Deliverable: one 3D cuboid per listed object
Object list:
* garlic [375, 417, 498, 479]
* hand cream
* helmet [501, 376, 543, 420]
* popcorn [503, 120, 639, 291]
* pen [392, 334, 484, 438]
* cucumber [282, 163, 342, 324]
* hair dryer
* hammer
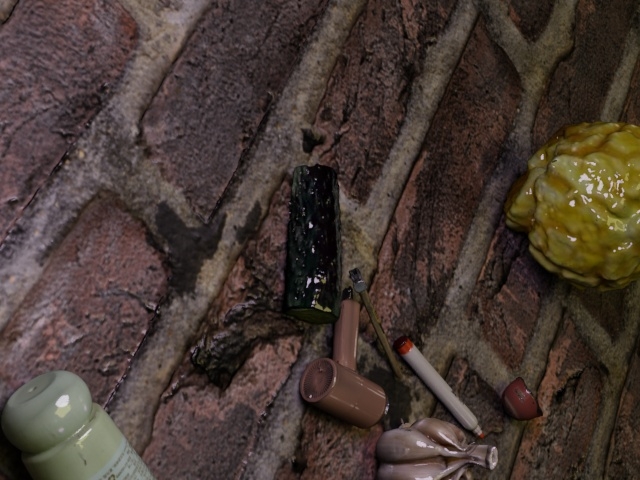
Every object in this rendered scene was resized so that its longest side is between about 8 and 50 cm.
[{"bbox_3d":[0.154,0.294,1.617,0.127,0.194,0.131,-21,99,-39],"label":"garlic"},{"bbox_3d":[-0.212,0.271,1.291,0.147,0.093,0.306,-48,115,-42],"label":"hand cream"},{"bbox_3d":[0.299,0.245,1.887,0.065,0.049,0.084,58,2,33],"label":"helmet"},{"bbox_3d":[0.445,-0.060,1.970,0.282,0.282,0.247,-8,55,-48],"label":"popcorn"},{"bbox_3d":[0.172,0.212,1.776,0.218,0.026,0.026,49,47,-26],"label":"pen"},{"bbox_3d":[0.001,-0.001,1.625,0.078,0.062,0.211,25,61,-40],"label":"cucumber"},{"bbox_3d":[0.037,0.144,1.627,0.117,0.064,0.182,31,52,-39],"label":"hair dryer"},{"bbox_3d":[0.074,0.111,1.680,0.062,0.017,0.182,-112,179,-60],"label":"hammer"}]
